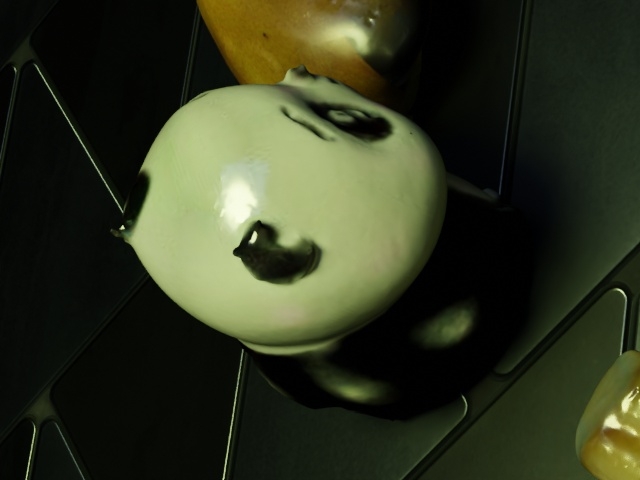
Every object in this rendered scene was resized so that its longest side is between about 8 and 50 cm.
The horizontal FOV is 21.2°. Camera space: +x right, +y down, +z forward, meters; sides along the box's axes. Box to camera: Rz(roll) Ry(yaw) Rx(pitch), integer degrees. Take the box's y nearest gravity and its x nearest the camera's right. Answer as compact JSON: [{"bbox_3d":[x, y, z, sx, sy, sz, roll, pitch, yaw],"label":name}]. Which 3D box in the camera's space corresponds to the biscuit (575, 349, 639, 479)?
[{"bbox_3d":[0.328,0.124,1.143,0.291,0.062,0.237,36,98,40],"label":"biscuit"}]

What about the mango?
[{"bbox_3d":[-0.007,-0.208,1.468,0.201,0.152,0.287,-47,54,3],"label":"mango"}]

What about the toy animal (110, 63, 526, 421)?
[{"bbox_3d":[0.000,0.000,1.287,0.251,0.310,0.251,-15,65,35],"label":"toy animal"}]
